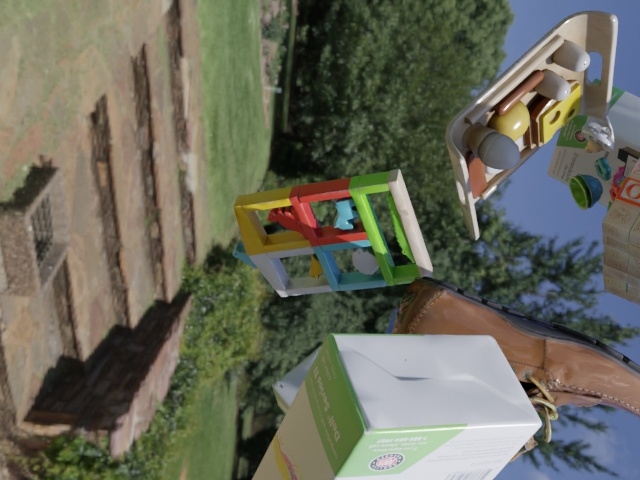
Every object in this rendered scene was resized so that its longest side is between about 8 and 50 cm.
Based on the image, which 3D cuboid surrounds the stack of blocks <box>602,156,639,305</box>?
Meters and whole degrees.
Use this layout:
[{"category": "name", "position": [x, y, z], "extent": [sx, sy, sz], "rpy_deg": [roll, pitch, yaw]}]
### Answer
[{"category": "stack of blocks", "position": [0.552, -0.021, 1.146], "extent": [0.171, 0.087, 0.297], "rpy_deg": [-57, 148, -10]}]

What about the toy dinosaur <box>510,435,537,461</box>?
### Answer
[{"category": "toy dinosaur", "position": [0.338, 0.396, 1.297], "extent": [0.064, 0.112, 0.211], "rpy_deg": [67, -17, 4]}]

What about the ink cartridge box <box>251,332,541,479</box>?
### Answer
[{"category": "ink cartridge box", "position": [0.050, 0.259, 0.748], "extent": [0.353, 0.207, 0.119], "rpy_deg": [-65, -147, 35]}]

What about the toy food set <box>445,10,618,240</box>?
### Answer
[{"category": "toy food set", "position": [0.316, -0.159, 1.006], "extent": [0.092, 0.306, 0.219], "rpy_deg": [44, -8, 33]}]

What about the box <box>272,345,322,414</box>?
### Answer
[{"category": "box", "position": [-0.018, 0.316, 1.421], "extent": [0.091, 0.130, 0.170], "rpy_deg": [47, -16, 21]}]

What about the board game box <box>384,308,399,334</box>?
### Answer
[{"category": "board game box", "position": [0.289, 0.336, 1.583], "extent": [0.078, 0.347, 0.233], "rpy_deg": [2, 111, -59]}]

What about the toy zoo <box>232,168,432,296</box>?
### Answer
[{"category": "toy zoo", "position": [0.000, 0.000, 1.014], "extent": [0.030, 0.293, 0.192], "rpy_deg": [-74, 149, -46]}]

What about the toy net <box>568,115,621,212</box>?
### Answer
[{"category": "toy net", "position": [0.481, -0.130, 1.194], "extent": [0.122, 0.045, 0.232], "rpy_deg": [-106, 176, -45]}]

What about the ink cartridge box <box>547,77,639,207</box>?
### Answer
[{"category": "ink cartridge box", "position": [0.606, -0.154, 1.323], "extent": [0.117, 0.278, 0.201], "rpy_deg": [-45, 154, -21]}]

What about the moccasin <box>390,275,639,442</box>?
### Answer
[{"category": "moccasin", "position": [0.276, 0.174, 0.907], "extent": [0.139, 0.380, 0.146], "rpy_deg": [-165, -85, -81]}]
